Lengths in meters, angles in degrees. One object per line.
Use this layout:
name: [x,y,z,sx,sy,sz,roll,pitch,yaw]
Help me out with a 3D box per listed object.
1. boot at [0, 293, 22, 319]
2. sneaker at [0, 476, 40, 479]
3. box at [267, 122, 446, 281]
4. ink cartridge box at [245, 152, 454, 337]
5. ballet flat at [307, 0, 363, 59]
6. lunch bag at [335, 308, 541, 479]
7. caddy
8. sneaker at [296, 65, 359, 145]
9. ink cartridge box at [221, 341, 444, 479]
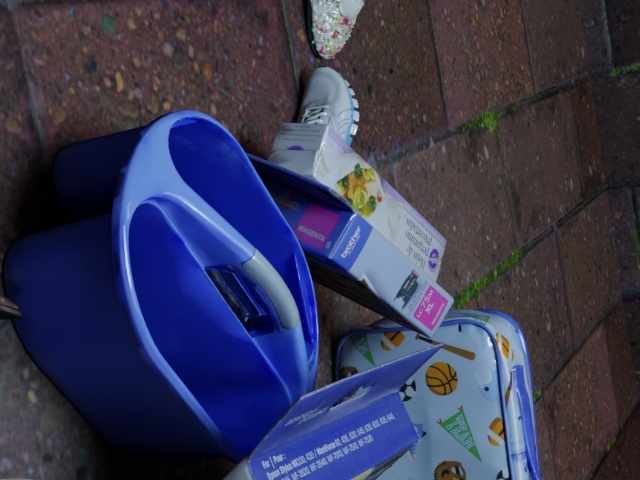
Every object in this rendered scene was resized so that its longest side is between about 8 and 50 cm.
boot: [-0.262,-0.002,0.981,0.106,0.037,0.114,37,47,-59]
sneaker: [-0.184,0.224,0.934,0.084,0.185,0.070,-141,-115,-71]
box: [0.048,-0.035,1.454,0.324,0.067,0.063,40,62,-54]
ink cartridge box: [0.000,0.000,1.338,0.065,0.185,0.311,-59,146,-8]
ballet flat: [0.027,-0.345,1.589,0.091,0.077,0.241,24,64,-61]
lunch bag: [0.147,0.236,1.517,0.115,0.243,0.304,-8,91,-63]
caddy: [-0.109,0.047,1.114,0.341,0.179,0.241,59,36,-41]
sneaker: [-0.005,-0.118,1.488,0.083,0.071,0.191,23,64,-54]
ink cartridge box: [-0.030,0.228,1.124,0.072,0.307,0.303,52,23,14]
